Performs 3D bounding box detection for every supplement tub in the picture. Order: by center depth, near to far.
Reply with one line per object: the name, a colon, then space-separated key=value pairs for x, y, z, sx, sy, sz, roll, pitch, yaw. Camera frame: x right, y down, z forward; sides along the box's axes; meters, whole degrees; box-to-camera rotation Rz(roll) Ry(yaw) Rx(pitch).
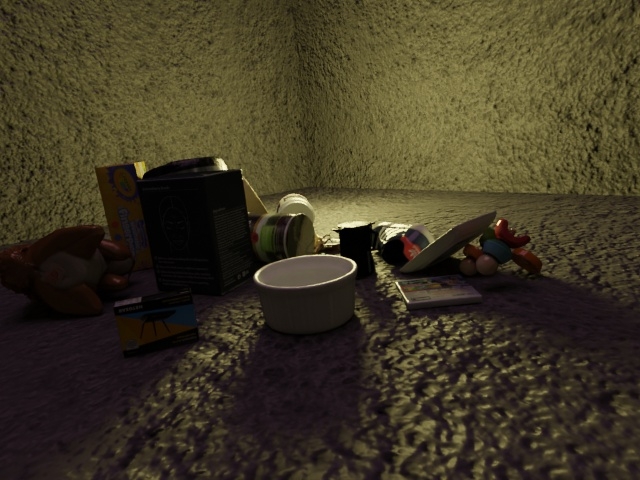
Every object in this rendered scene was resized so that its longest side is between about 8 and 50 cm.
supplement tub: x=-0.131 y=-0.134 z=2.206 sx=0.190 sy=0.191 sz=0.272 roll=-7 pitch=14 yaw=-5

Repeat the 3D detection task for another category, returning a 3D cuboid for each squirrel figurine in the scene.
squirrel figurine: x=-0.850 y=0.082 z=1.465 sx=0.396 sy=0.282 sz=0.370 roll=-4 pitch=7 yaw=-4

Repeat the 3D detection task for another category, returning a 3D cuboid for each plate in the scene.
plate: x=0.431 y=0.015 z=1.411 sx=0.277 sy=0.045 sz=0.278 roll=-18 pitch=-20 yaw=-41

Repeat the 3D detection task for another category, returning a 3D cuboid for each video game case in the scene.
video game case: x=0.329 y=0.145 z=1.214 sx=0.201 sy=0.023 sz=0.183 roll=-6 pitch=14 yaw=1

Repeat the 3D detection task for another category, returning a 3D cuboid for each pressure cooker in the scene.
pressure cooker: x=-0.538 y=-0.119 z=1.822 sx=0.369 sy=0.421 sz=0.375 roll=-17 pitch=6 yaw=-19

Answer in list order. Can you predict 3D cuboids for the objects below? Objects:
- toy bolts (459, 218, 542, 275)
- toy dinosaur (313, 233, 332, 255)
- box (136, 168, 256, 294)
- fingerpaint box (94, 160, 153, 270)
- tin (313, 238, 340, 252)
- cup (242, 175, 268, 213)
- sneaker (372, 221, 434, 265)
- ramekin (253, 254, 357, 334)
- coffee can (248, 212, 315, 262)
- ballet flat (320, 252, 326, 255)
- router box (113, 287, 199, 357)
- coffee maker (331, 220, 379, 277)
toy bolts: x=0.531 y=0.063 z=1.261 sx=0.218 sy=0.158 sz=0.228 roll=39 pitch=-4 yaw=19
toy dinosaur: x=0.000 y=0.000 z=1.762 sx=0.092 sy=0.053 sz=0.183 roll=-11 pitch=33 yaw=6
box: x=-0.424 y=-0.036 z=1.480 sx=0.293 sy=0.396 sz=0.212 roll=1 pitch=15 yaw=26
fingerpaint box: x=-0.847 y=-0.121 z=1.906 sx=0.163 sy=0.446 sz=0.371 roll=-10 pitch=15 yaw=-15
tin: x=0.015 y=0.022 z=1.835 sx=0.189 sy=0.040 sz=0.106 roll=-2 pitch=10 yaw=16
cup: x=-0.466 y=-0.186 z=2.407 sx=0.236 sy=0.331 sz=0.331 roll=-35 pitch=19 yaw=-8
sneaker: x=0.255 y=0.021 z=1.569 sx=0.148 sy=0.131 sz=0.350 roll=-45 pitch=14 yaw=-20
ramekin: x=-0.034 y=0.141 z=1.140 sx=0.276 sy=0.135 sz=0.277 roll=-6 pitch=13 yaw=1
coffee can: x=-0.188 y=-0.010 z=1.687 sx=0.275 sy=0.202 sz=0.201 roll=3 pitch=16 yaw=31
ballet flat: x=0.006 y=0.074 z=1.616 sx=0.041 sy=0.041 sz=0.114 roll=-6 pitch=13 yaw=0
router box: x=-0.400 y=0.200 z=1.047 sx=0.178 sy=0.134 sz=0.046 roll=-10 pitch=14 yaw=-18
coffee maker: x=0.110 y=0.032 z=1.438 sx=0.171 sy=0.179 sz=0.120 roll=-9 pitch=11 yaw=-24
